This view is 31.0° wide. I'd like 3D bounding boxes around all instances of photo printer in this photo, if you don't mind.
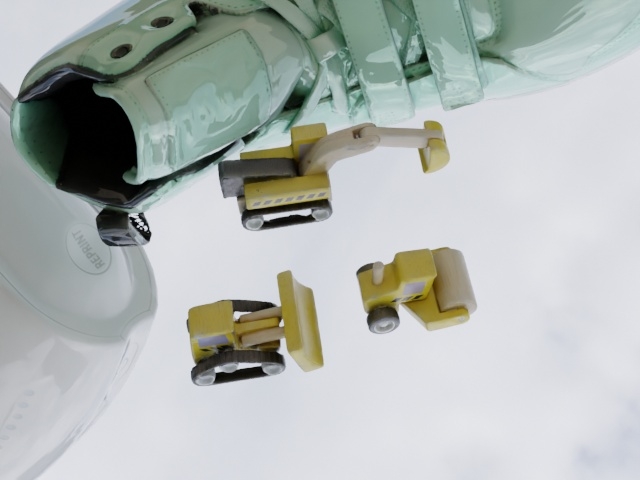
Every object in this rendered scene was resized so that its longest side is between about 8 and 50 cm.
[{"bbox_3d":[-0.242,0.003,0.591,0.256,0.307,0.107,-38,-175,35],"label":"photo printer"}]

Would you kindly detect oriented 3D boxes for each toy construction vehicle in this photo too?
[{"bbox_3d":[0.000,0.000,0.391,0.098,0.035,0.086,-8,-123,2],"label":"toy construction vehicle"}]

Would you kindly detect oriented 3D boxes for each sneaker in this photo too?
[{"bbox_3d":[0.008,-0.062,0.414,0.255,0.094,0.151,-7,-152,32],"label":"sneaker"}]
